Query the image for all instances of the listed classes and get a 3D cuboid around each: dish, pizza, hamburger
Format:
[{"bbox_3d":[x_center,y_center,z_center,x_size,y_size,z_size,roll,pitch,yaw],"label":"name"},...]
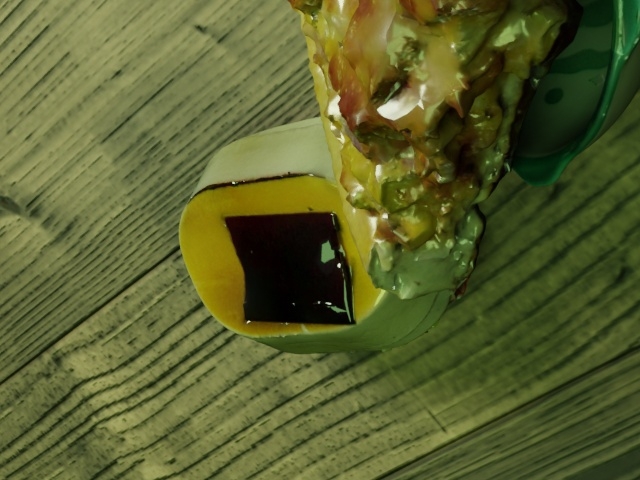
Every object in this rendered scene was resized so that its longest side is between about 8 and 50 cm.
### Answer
[{"bbox_3d":[0.138,-0.159,0.852,0.224,0.078,0.246,-4,98,65],"label":"dish"},{"bbox_3d":[0.047,-0.160,0.834,0.278,0.114,0.408,-151,51,-64],"label":"pizza"},{"bbox_3d":[0.000,0.000,1.033,0.210,0.116,0.173,-9,105,38],"label":"hamburger"}]
